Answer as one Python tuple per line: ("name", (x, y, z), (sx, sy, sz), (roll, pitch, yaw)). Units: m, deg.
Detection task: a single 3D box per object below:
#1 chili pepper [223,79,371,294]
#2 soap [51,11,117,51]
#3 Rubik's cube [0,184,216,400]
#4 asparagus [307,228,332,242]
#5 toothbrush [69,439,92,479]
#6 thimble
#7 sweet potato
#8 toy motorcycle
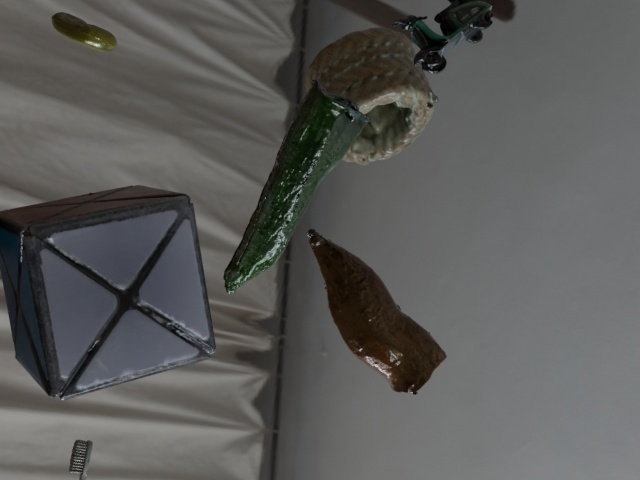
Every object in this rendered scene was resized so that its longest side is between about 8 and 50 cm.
("chili pepper", (-0.036, -0.044, 0.915), (0.059, 0.088, 0.227), (35, -84, 33))
("soap", (-0.440, -0.385, 1.727), (0.140, 0.089, 0.045), (29, -86, 36))
("Rubik's cube", (-0.329, 0.066, 1.389), (0.259, 0.255, 0.260), (10, -69, 62))
("asparagus", (0.000, 0.000, 1.797), (0.248, 0.025, 0.024), (32, 82, -81))
("toothbrush", (-0.386, 0.454, 1.404), (0.025, 0.030, 0.307), (-29, -131, 55))
("thimble", (0.080, -0.234, 1.551), (0.229, 0.196, 0.148), (119, -42, -58))
("sweet potato", (0.079, 0.131, 1.677), (0.131, 0.336, 0.131), (-42, -176, 4))
("toy motorcycle", (0.186, -0.319, 1.384), (0.173, 0.100, 0.058), (-41, 172, -22))
